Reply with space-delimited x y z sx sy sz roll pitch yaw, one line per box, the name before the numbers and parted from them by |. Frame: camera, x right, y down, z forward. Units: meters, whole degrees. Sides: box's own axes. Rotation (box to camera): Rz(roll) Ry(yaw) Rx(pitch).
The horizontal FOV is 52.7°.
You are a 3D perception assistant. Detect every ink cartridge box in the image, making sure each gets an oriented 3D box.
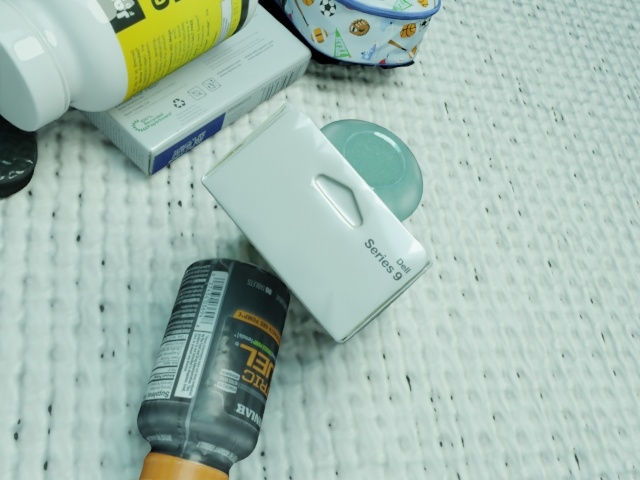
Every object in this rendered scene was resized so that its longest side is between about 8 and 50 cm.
ink cartridge box | 0.000 0.000 0.726 0.121 0.289 0.211 -41 81 -3
ink cartridge box | -0.236 -0.293 0.937 0.330 0.071 0.324 43 57 9

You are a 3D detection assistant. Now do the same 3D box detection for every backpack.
backpack | 0.060 -0.398 1.011 0.276 0.213 0.263 -15 64 -27

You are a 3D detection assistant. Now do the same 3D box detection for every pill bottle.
pill bottle | -0.119 0.152 0.705 0.130 0.130 0.246 18 59 -11
pill bottle | -0.245 -0.273 0.769 0.188 0.188 0.334 42 57 5

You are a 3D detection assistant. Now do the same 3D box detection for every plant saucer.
plant saucer | 0.075 -0.115 0.978 0.195 0.037 0.195 9 60 -16

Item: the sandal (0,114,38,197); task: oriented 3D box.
sandal | -0.546 -0.078 0.695 0.445 0.107 0.167 -3 65 -37
